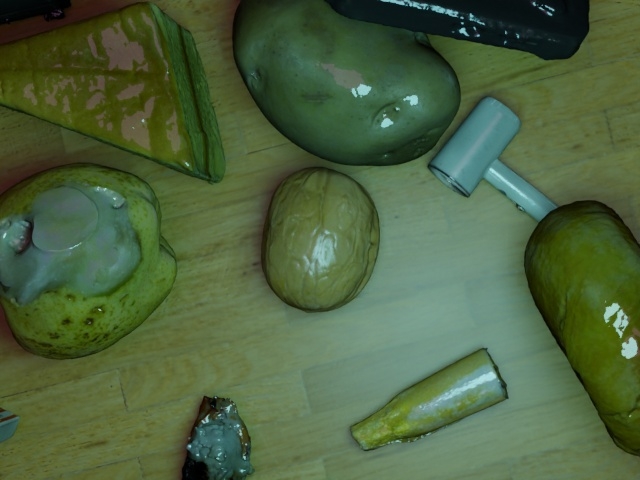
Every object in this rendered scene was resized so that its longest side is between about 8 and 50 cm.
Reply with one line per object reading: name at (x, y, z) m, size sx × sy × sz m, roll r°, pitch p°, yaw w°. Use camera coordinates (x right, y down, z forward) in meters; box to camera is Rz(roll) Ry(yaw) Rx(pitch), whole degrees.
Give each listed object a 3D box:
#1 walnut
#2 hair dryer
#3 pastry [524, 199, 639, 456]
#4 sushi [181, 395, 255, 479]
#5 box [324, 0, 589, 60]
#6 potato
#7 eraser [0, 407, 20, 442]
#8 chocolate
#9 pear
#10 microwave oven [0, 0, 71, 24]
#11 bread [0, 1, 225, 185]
walnut at (0.000, 0.000, 1.855) m, size 0.165 × 0.165 × 0.197 m, roll 14°, pitch 77°, yaw 4°
hair dryer at (0.278, -0.078, 1.893) m, size 0.236 × 0.073 × 0.131 m, roll 39°, pitch 89°, yaw 2°
pastry at (0.376, 0.113, 1.755) m, size 0.163 × 0.356 × 0.356 m, roll -28°, pitch 86°, yaw 11°
sushi at (-0.143, 0.327, 1.878) m, size 0.097 × 0.103 × 0.226 m, roll 10°, pitch 95°, yaw 5°
box at (0.180, -0.402, 1.802) m, size 0.350 × 0.091 × 0.359 m, roll 10°, pitch 55°, yaw -8°
potato at (0.025, -0.226, 1.824) m, size 0.326 × 0.243 × 0.221 m, roll 36°, pitch 132°, yaw 8°
eraser at (-0.536, 0.214, 1.876) m, size 0.230 × 0.157 × 0.038 m, roll 25°, pitch 92°, yaw 4°
chocolate at (0.145, 0.224, 1.884) m, size 0.219 × 0.085 × 0.086 m, roll -25°, pitch 86°, yaw 6°
pear at (-0.325, 0.023, 1.847) m, size 0.271 × 0.271 × 0.271 m, roll 0°, pitch 87°, yaw 3°
microwave oven at (-0.448, -0.399, 1.862) m, size 0.188 × 0.247 × 0.178 m, roll -10°, pitch 84°, yaw 2°
bread at (-0.339, -0.165, 1.855) m, size 0.361 × 0.233 × 0.245 m, roll -12°, pitch 87°, yaw 7°
